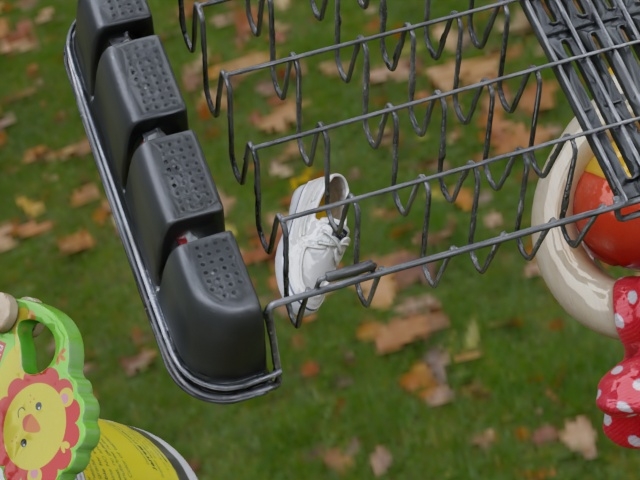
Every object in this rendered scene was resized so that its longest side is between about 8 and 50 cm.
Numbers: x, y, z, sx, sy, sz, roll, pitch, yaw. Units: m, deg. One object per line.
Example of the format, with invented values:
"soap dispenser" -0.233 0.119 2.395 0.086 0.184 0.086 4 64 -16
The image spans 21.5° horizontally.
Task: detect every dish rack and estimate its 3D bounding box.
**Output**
"dish rack" 0.037 -0.064 0.746 0.272 0.074 0.208 -16 65 -12

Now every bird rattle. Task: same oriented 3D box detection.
"bird rattle" 0.216 -0.002 1.005 0.143 0.253 0.207 8 18 -43

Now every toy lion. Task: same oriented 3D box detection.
"toy lion" -0.158 0.087 0.942 0.096 0.100 0.034 18 1 35

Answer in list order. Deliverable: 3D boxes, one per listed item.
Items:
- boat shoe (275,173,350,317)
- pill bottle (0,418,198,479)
"boat shoe" 0.000 0.000 0.992 0.035 0.035 0.100 -28 34 35
"pill bottle" -0.228 0.197 1.123 0.188 0.334 0.187 -7 75 26
